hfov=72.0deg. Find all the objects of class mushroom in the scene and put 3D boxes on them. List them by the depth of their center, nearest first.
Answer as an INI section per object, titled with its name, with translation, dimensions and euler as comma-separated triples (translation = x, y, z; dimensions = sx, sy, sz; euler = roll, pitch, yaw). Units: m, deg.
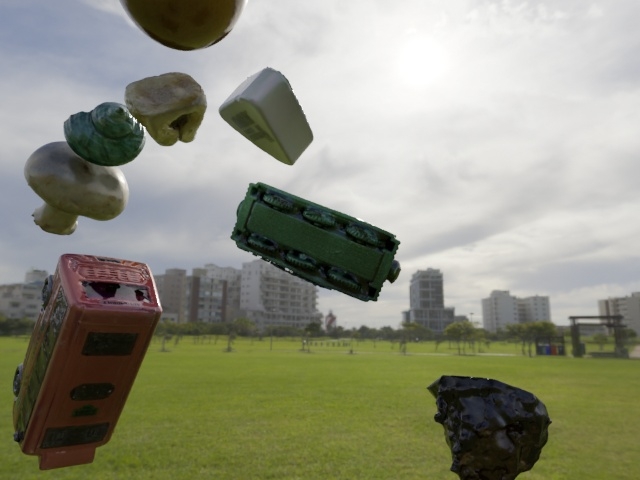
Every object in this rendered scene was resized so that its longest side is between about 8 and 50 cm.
[mushroom]
translation = -0.761, -0.144, 1.357
dimensions = 0.298, 0.290, 0.297
euler = 36, 8, -6

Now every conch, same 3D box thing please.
[conch]
translation = -0.578, -0.293, 1.199
dimensions = 0.196, 0.134, 0.202
euler = 16, -58, -40

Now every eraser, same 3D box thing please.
[eraser]
translation = -0.183, -0.426, 1.445
dimensions = 0.331, 0.150, 0.331
euler = 35, -16, 11

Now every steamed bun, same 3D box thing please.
[steamed bun]
translation = -0.355, -0.293, 1.048
dimensions = 0.172, 0.140, 0.155
euler = -25, -27, -19

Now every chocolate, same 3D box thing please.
[chocolate]
translation = 0.306, 0.379, 0.812
dimensions = 0.224, 0.177, 0.206
euler = 19, -34, 3

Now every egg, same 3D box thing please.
[egg]
translation = -0.248, -0.518, 0.803
dimensions = 0.250, 0.322, 0.250
euler = 11, 21, -4

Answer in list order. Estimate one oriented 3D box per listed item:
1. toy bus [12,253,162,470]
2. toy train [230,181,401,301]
[toy bus]
translation = -0.502, 0.256, 0.944
dimensions = 0.203, 0.426, 0.233
euler = 12, 21, -40
[toy train]
translation = 0.000, 0.000, 0.849
dimensions = 0.330, 0.138, 0.178
euler = 23, 8, 15
